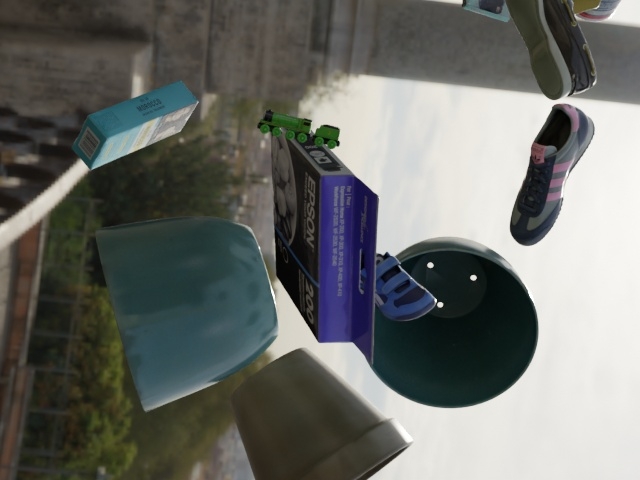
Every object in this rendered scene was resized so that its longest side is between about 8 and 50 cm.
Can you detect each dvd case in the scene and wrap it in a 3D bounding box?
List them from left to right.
[{"bbox_3d":[0.270,-0.422,1.652,0.013,0.087,0.119,139,-43,-56],"label":"dvd case"}]

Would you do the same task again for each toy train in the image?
[{"bbox_3d":[-0.020,-0.108,0.976,0.017,0.083,0.024,-81,-176,-75],"label":"toy train"}]

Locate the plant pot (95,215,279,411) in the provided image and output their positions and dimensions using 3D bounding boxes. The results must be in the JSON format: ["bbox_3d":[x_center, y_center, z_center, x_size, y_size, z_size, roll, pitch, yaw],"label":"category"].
[{"bbox_3d":[-0.199,0.094,1.574,0.293,0.235,0.293,165,-90,-80],"label":"plant pot"}]

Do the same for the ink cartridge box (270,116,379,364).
[{"bbox_3d":[0.000,0.000,1.084,0.208,0.045,0.206,-131,-145,-54],"label":"ink cartridge box"}]

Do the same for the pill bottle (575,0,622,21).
[{"bbox_3d":[0.502,-0.475,1.757,0.180,0.108,0.108,106,-10,-68],"label":"pill bottle"}]

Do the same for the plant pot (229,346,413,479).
[{"bbox_3d":[-0.026,0.375,1.974,0.280,0.323,0.323,55,-15,14],"label":"plant pot"}]

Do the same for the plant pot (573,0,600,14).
[{"bbox_3d":[0.387,-0.391,1.536,0.081,0.081,0.083,-107,179,-68],"label":"plant pot"}]

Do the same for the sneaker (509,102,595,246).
[{"bbox_3d":[0.472,-0.148,2.158,0.131,0.112,0.319,25,87,-49],"label":"sneaker"}]

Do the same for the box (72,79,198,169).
[{"bbox_3d":[-0.351,-0.222,1.920,0.244,0.060,0.100,-32,168,-45],"label":"box"}]

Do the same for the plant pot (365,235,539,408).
[{"bbox_3d":[0.218,0.111,1.712,0.195,0.290,0.290,-71,169,-67],"label":"plant pot"}]

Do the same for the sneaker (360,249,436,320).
[{"bbox_3d":[0.080,0.050,1.192,0.144,0.053,0.059,27,-38,52],"label":"sneaker"}]

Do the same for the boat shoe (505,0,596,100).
[{"bbox_3d":[0.312,-0.307,1.380,0.081,0.068,0.228,161,-89,-71],"label":"boat shoe"}]
